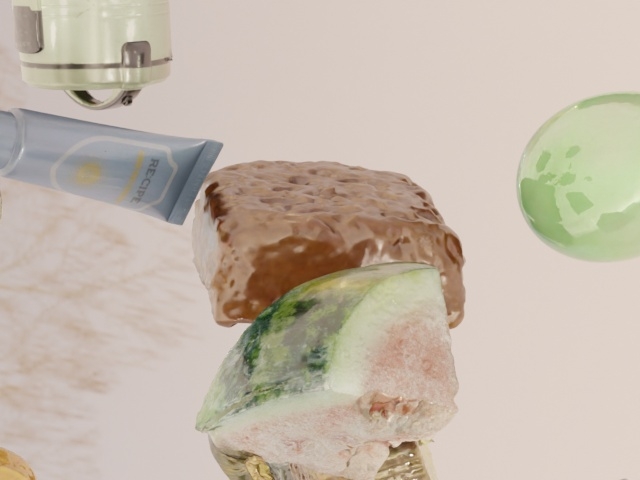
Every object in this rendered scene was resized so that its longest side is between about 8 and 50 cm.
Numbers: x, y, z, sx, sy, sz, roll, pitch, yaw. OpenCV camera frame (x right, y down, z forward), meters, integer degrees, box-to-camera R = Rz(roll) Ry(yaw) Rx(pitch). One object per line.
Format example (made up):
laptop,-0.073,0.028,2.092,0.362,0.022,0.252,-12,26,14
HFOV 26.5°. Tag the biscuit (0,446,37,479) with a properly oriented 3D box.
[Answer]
biscuit,-0.559,0.352,1.833,0.275,0.354,0.052,-60,-148,38

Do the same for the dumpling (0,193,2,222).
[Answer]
dumpling,-0.289,-0.002,1.032,0.169,0.099,0.134,21,-61,50

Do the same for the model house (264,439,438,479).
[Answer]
model house,0.026,0.279,1.932,0.266,0.261,0.321,66,7,-71

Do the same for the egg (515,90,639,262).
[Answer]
egg,0.385,-0.085,1.769,0.269,0.220,0.220,-25,-128,30

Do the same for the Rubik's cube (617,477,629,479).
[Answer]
Rubik's cube,0.303,0.419,1.495,0.205,0.205,0.207,47,-47,37

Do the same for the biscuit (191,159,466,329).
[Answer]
biscuit,0.000,0.000,1.851,0.395,0.342,0.166,-128,-142,-71

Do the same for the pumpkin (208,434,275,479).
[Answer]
pumpkin,-0.081,0.377,2.497,0.280,0.190,0.139,53,-45,3

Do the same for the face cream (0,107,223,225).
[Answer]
face cream,-0.306,-0.105,1.723,0.136,0.385,0.086,-61,-138,21

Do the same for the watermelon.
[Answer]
watermelon,0.026,0.152,1.522,0.232,0.310,0.193,53,-40,7

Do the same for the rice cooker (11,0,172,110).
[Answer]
rice cooker,-0.319,-0.304,1.893,0.226,0.226,0.244,-147,-129,-63
